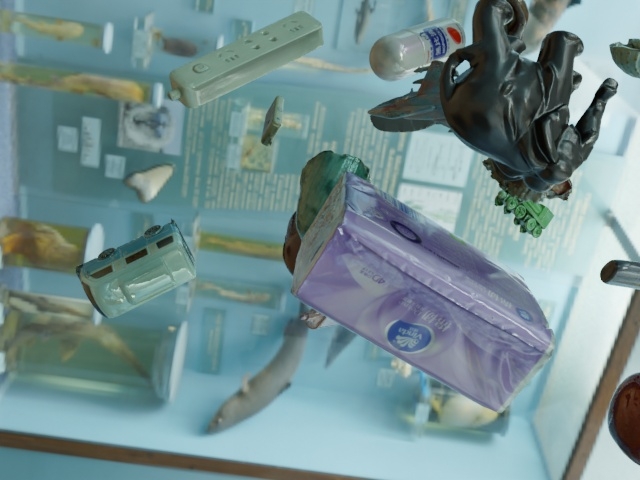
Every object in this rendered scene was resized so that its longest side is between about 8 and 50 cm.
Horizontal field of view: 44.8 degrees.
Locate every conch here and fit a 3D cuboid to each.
[{"bbox_3d":[0.778,-0.444,1.887,0.153,0.135,0.102,-161,-113,-63],"label":"conch"},{"bbox_3d":[0.043,-0.053,1.461,0.196,0.202,0.134,-33,-131,41],"label":"conch"}]

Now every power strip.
[{"bbox_3d":[-0.124,-0.307,2.003,0.076,0.028,0.169,-54,-160,33],"label":"power strip"},{"bbox_3d":[-0.165,-0.394,1.695,0.091,0.385,0.062,43,-27,34],"label":"power strip"}]

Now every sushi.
[{"bbox_3d":[0.410,-0.144,1.595,0.226,0.103,0.097,48,-14,23],"label":"sushi"}]

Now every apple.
[{"bbox_3d":[0.654,0.353,1.525,0.181,0.181,0.168,-85,-159,-61],"label":"apple"}]

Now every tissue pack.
[{"bbox_3d":[0.139,0.070,1.098,0.160,0.338,0.242,-56,-172,19],"label":"tissue pack"}]

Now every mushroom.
[{"bbox_3d":[0.495,-0.581,2.213,0.217,0.148,0.227,-58,155,-24],"label":"mushroom"}]

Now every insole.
[{"bbox_3d":[0.286,-0.350,2.060,0.007,0.328,0.111,108,-37,-67],"label":"insole"}]

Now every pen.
[{"bbox_3d":[0.016,0.130,1.369,0.053,0.032,0.197,-50,157,17],"label":"pen"}]

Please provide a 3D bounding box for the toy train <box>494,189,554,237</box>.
[{"bbox_3d":[0.672,-0.108,2.560,0.119,0.251,0.085,-53,-144,-6],"label":"toy train"}]

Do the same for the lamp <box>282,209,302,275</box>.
[{"bbox_3d":[0.000,0.000,1.849,0.258,0.180,0.180,-85,-177,-57],"label":"lamp"}]

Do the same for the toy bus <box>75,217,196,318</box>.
[{"bbox_3d":[-0.442,0.079,1.882,0.133,0.271,0.165,67,-8,-27],"label":"toy bus"}]

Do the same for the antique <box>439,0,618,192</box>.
[{"bbox_3d":[0.361,-0.246,1.402,0.185,0.322,0.255,145,-33,-71],"label":"antique"}]

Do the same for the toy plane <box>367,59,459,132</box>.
[{"bbox_3d":[0.239,-0.308,1.722,0.104,0.326,0.223,-56,129,-23],"label":"toy plane"}]

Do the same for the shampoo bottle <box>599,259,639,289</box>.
[{"bbox_3d":[0.816,0.092,1.945,0.087,0.234,0.049,121,-28,-50],"label":"shampoo bottle"}]

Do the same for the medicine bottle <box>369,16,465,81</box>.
[{"bbox_3d":[0.264,-0.530,2.163,0.341,0.130,0.130,-28,139,-43],"label":"medicine bottle"}]
